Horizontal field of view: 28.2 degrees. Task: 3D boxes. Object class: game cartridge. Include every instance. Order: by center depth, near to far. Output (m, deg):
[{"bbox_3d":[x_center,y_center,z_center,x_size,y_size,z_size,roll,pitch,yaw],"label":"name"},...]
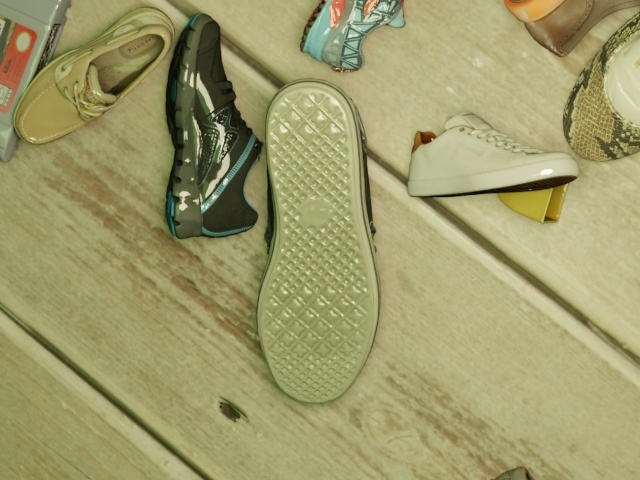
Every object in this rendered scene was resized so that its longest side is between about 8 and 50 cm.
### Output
[{"bbox_3d":[-0.530,-0.296,2.025,0.196,0.060,0.294,25,101,13],"label":"game cartridge"}]

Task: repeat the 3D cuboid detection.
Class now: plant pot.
[{"bbox_3d":[0.305,-0.076,1.840,0.083,0.081,0.082,19,100,24],"label":"plant pot"}]

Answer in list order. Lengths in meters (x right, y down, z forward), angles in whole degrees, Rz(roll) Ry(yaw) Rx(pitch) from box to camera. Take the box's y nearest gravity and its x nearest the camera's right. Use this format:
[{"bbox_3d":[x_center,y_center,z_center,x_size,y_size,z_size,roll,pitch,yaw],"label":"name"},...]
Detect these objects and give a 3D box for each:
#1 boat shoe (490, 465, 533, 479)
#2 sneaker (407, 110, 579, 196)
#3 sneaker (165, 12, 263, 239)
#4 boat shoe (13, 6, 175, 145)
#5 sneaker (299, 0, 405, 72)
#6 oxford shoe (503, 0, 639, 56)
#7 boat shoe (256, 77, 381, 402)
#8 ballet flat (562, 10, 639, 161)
[{"bbox_3d":[0.342,0.477,1.873,0.091,0.109,0.305,-36,83,19],"label":"boat shoe"},{"bbox_3d":[0.232,-0.125,1.787,0.290,0.106,0.123,-1,88,46],"label":"sneaker"},{"bbox_3d":[-0.162,-0.172,1.936,0.139,0.125,0.341,1,94,-15],"label":"sneaker"},{"bbox_3d":[-0.350,-0.241,1.948,0.302,0.098,0.109,-34,117,11],"label":"boat shoe"},{"bbox_3d":[0.080,-0.365,1.865,0.125,0.104,0.262,30,107,-9],"label":"sneaker"},{"bbox_3d":[0.425,-0.410,1.773,0.363,0.130,0.133,-41,119,7],"label":"oxford shoe"},{"bbox_3d":[0.000,0.000,1.885,0.186,0.156,0.500,1,108,8],"label":"boat shoe"},{"bbox_3d":[0.524,-0.279,1.712,0.483,0.182,0.164,-37,88,14],"label":"ballet flat"}]
